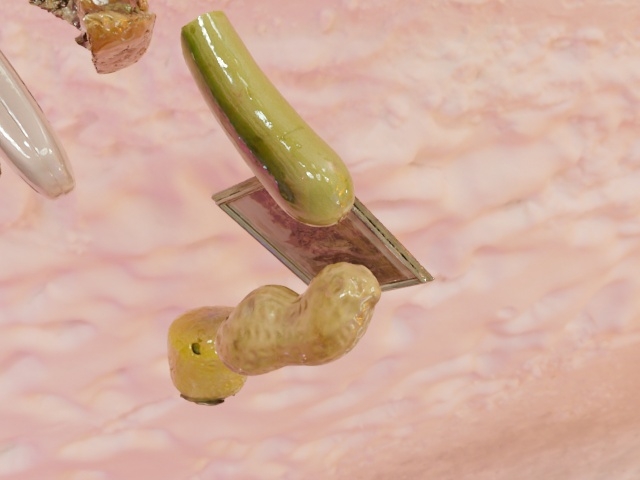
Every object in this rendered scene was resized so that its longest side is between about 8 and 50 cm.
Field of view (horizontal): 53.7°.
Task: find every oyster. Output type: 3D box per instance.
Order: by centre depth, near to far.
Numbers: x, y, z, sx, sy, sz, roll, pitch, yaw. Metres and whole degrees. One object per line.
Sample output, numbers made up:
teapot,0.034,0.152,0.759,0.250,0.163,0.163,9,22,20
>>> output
oyster,-0.478,-0.536,1.344,0.214,0.223,0.083,21,146,7

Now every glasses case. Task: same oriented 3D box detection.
glasses case,-0.263,-0.118,0.508,0.049,0.197,0.076,-36,-178,-19

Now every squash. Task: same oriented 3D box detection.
squash,-0.054,-0.118,0.654,0.083,0.250,0.083,-36,176,-3

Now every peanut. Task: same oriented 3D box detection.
peanut,-0.027,0.097,0.736,0.229,0.098,0.103,-19,116,27

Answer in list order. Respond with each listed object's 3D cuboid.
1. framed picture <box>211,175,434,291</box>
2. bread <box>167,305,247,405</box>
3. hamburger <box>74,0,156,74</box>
framed picture,0.000,0.000,0.895,0.217,0.017,0.274,-18,129,44
bread,-0.212,0.219,1.275,0.197,0.197,0.171,-2,117,-21
hamburger,-0.332,-0.345,1.027,0.130,0.262,0.124,-10,98,-19
